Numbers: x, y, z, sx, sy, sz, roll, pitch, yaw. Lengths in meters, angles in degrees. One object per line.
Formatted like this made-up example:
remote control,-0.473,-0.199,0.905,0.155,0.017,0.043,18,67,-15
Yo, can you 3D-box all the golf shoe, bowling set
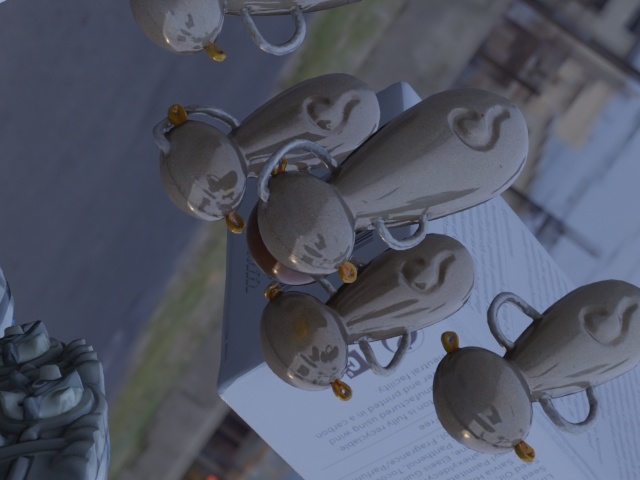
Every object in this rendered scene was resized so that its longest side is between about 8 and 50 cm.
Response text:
golf shoe,-0.070,0.059,0.390,0.069,0.086,0.176,-17,-163,-9
bowling set,0.000,0.000,0.935,0.154,0.287,0.200,-26,168,-39

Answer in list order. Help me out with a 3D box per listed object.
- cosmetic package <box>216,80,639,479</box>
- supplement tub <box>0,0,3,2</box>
cosmetic package,0.126,0.135,1.402,0.161,0.453,0.230,-30,-149,21
supplement tub,-0.161,-0.173,0.627,0.144,0.144,0.199,-55,142,-9
